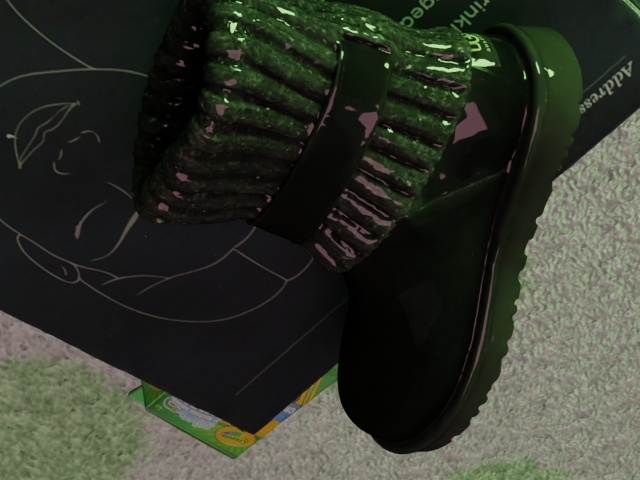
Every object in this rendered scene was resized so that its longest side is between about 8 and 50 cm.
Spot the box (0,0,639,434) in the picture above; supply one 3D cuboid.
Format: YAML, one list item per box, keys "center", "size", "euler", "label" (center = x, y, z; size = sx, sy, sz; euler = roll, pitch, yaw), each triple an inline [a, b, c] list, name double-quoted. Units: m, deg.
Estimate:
- center: [-0.081, -0.169, 1.005]
  size: [0.480, 0.297, 0.472]
  euler: [-42, 127, 20]
  label: "box"

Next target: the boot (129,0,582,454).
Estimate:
- center: [-0.001, -0.003, 0.887]
  size: [0.260, 0.131, 0.348]
  euler: [-1, 120, -25]
  label: "boot"

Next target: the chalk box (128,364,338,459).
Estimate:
- center: [-0.100, 0.120, 1.365]
  size: [0.213, 0.132, 0.132]
  euler: [-41, 128, 20]
  label: "chalk box"
